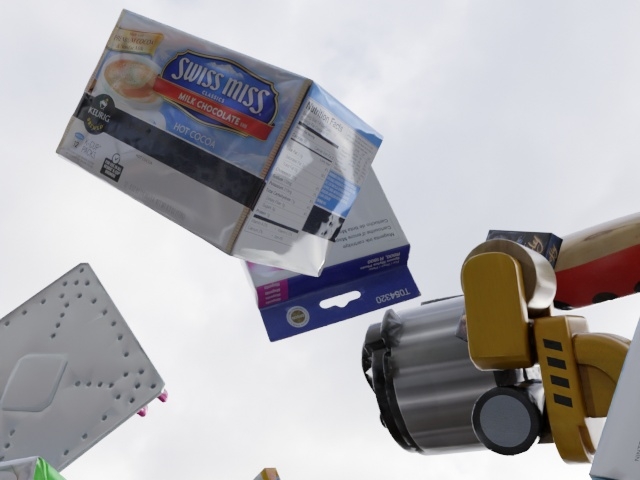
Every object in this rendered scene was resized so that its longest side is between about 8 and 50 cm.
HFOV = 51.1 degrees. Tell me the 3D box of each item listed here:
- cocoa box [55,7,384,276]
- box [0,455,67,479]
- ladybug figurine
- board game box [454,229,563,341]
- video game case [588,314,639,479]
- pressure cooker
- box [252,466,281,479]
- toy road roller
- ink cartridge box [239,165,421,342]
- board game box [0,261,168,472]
[{"bbox_3d":[-0.136,-0.133,0.928,0.347,0.228,0.231,28,4,29],"label":"cocoa box"},{"bbox_3d":[-0.430,0.416,0.903,0.231,0.126,0.262,-12,-45,6],"label":"box"},{"bbox_3d":[0.642,0.045,1.456,0.449,0.161,0.305,-21,-11,27],"label":"ladybug figurine"},{"bbox_3d":[0.378,0.099,1.354,0.042,0.243,0.165,25,-11,-31],"label":"board game box"},{"bbox_3d":[0.308,0.152,0.520,0.061,0.244,0.269,-3,-47,44],"label":"video game case"},{"bbox_3d":[0.310,0.320,1.602,0.420,0.369,0.375,-18,-11,30],"label":"pressure cooker"},{"bbox_3d":[-0.100,0.420,1.023,0.028,0.081,0.136,15,-57,-42],"label":"box"},{"bbox_3d":[0.354,0.154,0.977,0.241,0.329,0.202,-12,-13,30],"label":"toy road roller"},{"bbox_3d":[0.000,0.000,1.329,0.324,0.330,0.071,-16,-28,-16],"label":"ink cartridge box"},{"bbox_3d":[-0.518,0.272,1.240,0.390,0.390,0.050,-37,-39,-11],"label":"board game box"}]
